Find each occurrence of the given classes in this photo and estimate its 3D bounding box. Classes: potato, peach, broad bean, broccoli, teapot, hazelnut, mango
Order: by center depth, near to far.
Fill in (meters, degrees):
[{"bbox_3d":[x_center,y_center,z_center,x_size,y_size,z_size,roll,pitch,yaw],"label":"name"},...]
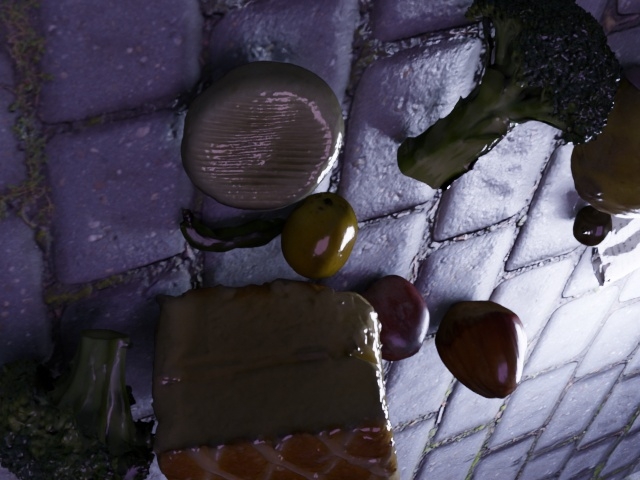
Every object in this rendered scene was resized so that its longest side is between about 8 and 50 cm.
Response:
[{"bbox_3d":[0.255,-0.219,1.460,0.221,0.251,0.361,5,167,-39],"label":"broccoli"},{"bbox_3d":[-0.369,0.270,1.498,0.236,0.288,0.259,-19,107,-20],"label":"broccoli"},{"bbox_3d":[-0.129,-0.010,1.506,0.195,0.046,0.061,6,115,-40],"label":"broad bean"},{"bbox_3d":[0.000,0.000,1.566,0.137,0.098,0.195,-57,165,-17],"label":"mango"},{"bbox_3d":[0.539,-0.151,1.722,0.229,0.229,0.266,-6,135,-35],"label":"potato"},{"bbox_3d":[0.128,0.151,1.843,0.152,0.152,0.152,-22,146,-16],"label":"peach"},{"bbox_3d":[0.544,-0.040,2.002,0.121,0.076,0.068,-45,148,-34],"label":"teapot"},{"bbox_3d":[0.324,0.217,2.049,0.186,0.210,0.210,18,135,-1],"label":"hazelnut"}]

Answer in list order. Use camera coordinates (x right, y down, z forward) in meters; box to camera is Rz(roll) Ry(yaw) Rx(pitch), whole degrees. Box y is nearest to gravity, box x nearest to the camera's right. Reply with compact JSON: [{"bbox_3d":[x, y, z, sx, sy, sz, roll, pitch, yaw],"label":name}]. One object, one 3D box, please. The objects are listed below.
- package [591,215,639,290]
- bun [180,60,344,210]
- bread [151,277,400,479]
[{"bbox_3d":[0.685,0.000,2.182,0.204,0.062,0.251,-31,144,-4],"label":"package"},{"bbox_3d":[-0.076,-0.143,1.313,0.223,0.127,0.222,0,129,0],"label":"bun"},{"bbox_3d":[-0.070,0.269,1.643,0.371,0.279,0.390,-7,148,5],"label":"bread"}]
